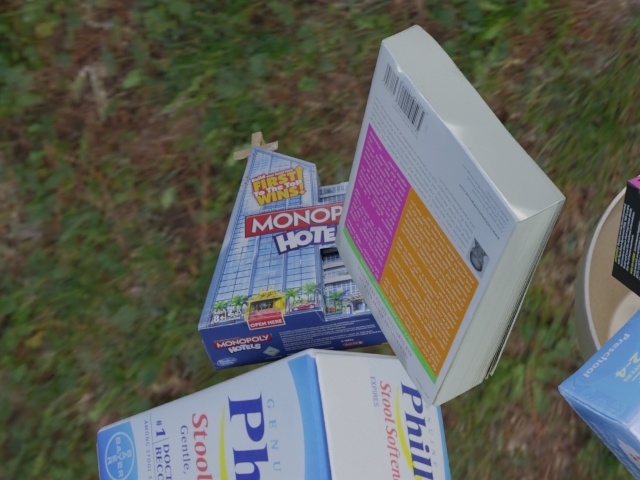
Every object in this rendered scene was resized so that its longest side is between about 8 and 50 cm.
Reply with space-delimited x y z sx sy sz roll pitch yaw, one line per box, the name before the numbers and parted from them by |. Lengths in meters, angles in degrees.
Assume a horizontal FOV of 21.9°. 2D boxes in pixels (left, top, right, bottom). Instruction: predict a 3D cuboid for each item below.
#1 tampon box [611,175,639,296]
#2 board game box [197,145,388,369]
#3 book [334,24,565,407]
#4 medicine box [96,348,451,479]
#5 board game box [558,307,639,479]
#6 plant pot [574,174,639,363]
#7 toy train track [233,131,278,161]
tampon box | 0.335 0.012 1.326 0.161 0.120 0.101 42 142 41
board game box | 0.000 0.000 1.357 0.194 0.194 0.060 -10 138 7
book | 0.046 -0.007 0.686 0.035 0.144 0.096 -25 64 -22
medicine box | -0.035 0.252 1.349 0.289 0.149 0.263 -25 65 43
board game box | 0.184 0.018 0.421 0.211 0.039 0.160 -45 112 -6
plant pot | 0.359 0.079 1.555 0.284 0.191 0.284 2 73 -8
toy train track | -0.063 -0.072 1.634 0.048 0.083 0.014 -13 139 17
